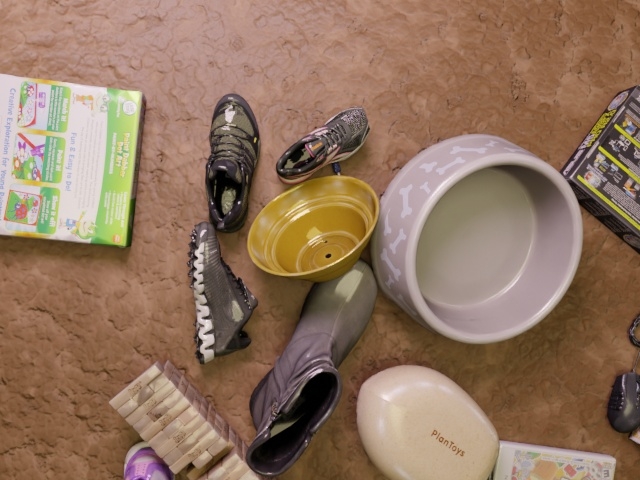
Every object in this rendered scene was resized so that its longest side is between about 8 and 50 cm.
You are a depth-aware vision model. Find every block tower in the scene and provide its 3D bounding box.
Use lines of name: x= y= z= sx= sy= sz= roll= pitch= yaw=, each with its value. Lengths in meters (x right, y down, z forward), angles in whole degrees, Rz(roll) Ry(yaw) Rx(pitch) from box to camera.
block tower: x=-0.179 y=0.338 z=0.909 sx=0.091 sy=0.097 sz=0.335 roll=-40 pitch=97 yaw=-6

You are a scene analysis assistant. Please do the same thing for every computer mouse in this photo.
computer mouse: x=0.582 y=0.234 z=1.039 sx=0.071 sy=0.041 sz=0.241 roll=17 pitch=87 yaw=-7

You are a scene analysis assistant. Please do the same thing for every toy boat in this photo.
toy boat: x=0.125 y=0.360 z=0.937 sx=0.267 sy=0.148 sz=0.318 roll=43 pitch=77 yaw=-11

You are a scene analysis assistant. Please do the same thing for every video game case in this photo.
video game case: x=0.405 y=0.474 z=1.021 sx=0.227 sy=0.026 sz=0.206 roll=10 pitch=89 yaw=-8

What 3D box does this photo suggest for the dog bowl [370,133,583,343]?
dog bowl: x=0.260 y=0.008 z=0.916 sx=0.349 sy=0.102 sz=0.348 roll=-4 pitch=107 yaw=-14

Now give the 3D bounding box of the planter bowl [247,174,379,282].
planter bowl: x=0.000 y=0.000 z=0.911 sx=0.217 sy=0.217 sz=0.090 roll=-32 pitch=132 yaw=-7

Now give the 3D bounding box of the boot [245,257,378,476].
boot: x=0.006 y=0.180 z=0.867 sx=0.118 sy=0.223 sz=0.338 roll=28 pitch=86 yaw=-6

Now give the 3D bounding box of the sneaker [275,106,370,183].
sneaker: x=0.004 y=-0.149 z=0.921 sx=0.178 sy=0.077 sz=0.072 roll=-38 pitch=89 yaw=7

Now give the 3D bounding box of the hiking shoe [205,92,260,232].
hiking shoe: x=-0.137 y=-0.125 z=0.902 sx=0.086 sy=0.114 sz=0.226 roll=1 pitch=90 yaw=-8

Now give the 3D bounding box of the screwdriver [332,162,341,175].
screwdriver: x=0.035 y=-0.103 z=0.971 sx=0.024 sy=0.025 sz=0.169 roll=-18 pitch=90 yaw=-7

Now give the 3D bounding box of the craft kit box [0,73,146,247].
craft kit box: x=-0.413 y=-0.124 z=0.896 sx=0.247 sy=0.061 sz=0.249 roll=6 pitch=89 yaw=-5

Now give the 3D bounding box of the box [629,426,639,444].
box: x=0.667 y=0.306 z=1.012 sx=0.103 sy=0.114 sz=0.203 roll=30 pitch=86 yaw=-8

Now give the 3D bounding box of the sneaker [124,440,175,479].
sneaker: x=-0.266 y=0.442 z=0.890 sx=0.095 sy=0.104 sz=0.236 roll=-7 pitch=92 yaw=-9

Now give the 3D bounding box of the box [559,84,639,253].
box: x=0.592 y=-0.110 z=1.031 sx=0.270 sy=0.060 sz=0.216 roll=37 pitch=86 yaw=-6

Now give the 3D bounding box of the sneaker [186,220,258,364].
sneaker: x=-0.154 y=0.080 z=0.913 sx=0.106 sy=0.078 sz=0.234 roll=-6 pitch=106 yaw=-17
